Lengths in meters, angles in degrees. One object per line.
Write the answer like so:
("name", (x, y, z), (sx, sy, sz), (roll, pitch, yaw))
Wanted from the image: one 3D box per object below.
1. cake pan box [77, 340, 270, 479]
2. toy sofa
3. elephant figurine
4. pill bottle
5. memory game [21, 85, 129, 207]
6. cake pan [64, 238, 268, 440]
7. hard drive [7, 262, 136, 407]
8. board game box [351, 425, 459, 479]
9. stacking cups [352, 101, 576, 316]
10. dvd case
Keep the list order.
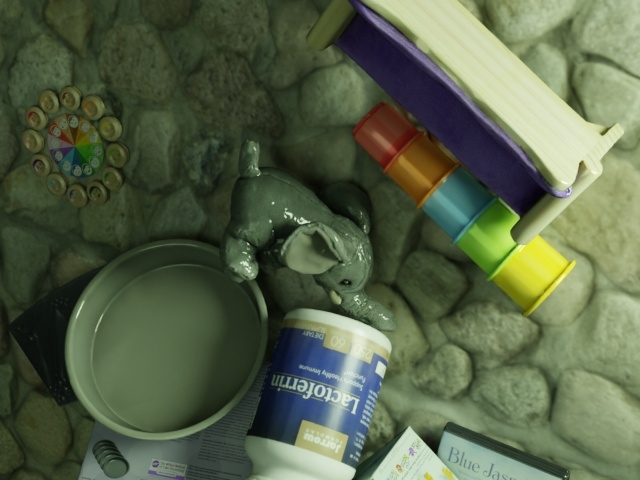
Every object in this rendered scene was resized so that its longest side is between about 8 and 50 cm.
("cake pan box", (-0.189, 0.277, 1.725), (0.266, 0.070, 0.246), (6, 69, 16))
("toy sofa", (0.155, -0.167, 1.425), (0.362, 0.177, 0.150), (44, 133, 3))
("elephant figurine", (0.000, 0.000, 1.617), (0.239, 0.186, 0.169), (13, 73, 10))
("pill bottle", (-0.011, 0.236, 1.626), (0.153, 0.153, 0.265), (11, 74, 22))
("memory game", (-0.360, -0.137, 1.800), (0.186, 0.012, 0.186), (10, 115, 23))
("cake pan", (-0.210, 0.141, 1.720), (0.293, 0.293, 0.054), (19, 162, 18))
("hard drive", (-0.347, 0.140, 1.883), (0.254, 0.054, 0.172), (-29, 96, 31))
("board game box", (0.146, 0.420, 1.677), (0.275, 0.144, 0.142), (47, 124, 2))
("stacking cups", (0.167, -0.042, 1.530), (0.316, 0.096, 0.096), (41, 122, 5))
("dvd case", (0.231, 0.391, 1.723), (0.180, 0.022, 0.253), (20, 118, 18))
